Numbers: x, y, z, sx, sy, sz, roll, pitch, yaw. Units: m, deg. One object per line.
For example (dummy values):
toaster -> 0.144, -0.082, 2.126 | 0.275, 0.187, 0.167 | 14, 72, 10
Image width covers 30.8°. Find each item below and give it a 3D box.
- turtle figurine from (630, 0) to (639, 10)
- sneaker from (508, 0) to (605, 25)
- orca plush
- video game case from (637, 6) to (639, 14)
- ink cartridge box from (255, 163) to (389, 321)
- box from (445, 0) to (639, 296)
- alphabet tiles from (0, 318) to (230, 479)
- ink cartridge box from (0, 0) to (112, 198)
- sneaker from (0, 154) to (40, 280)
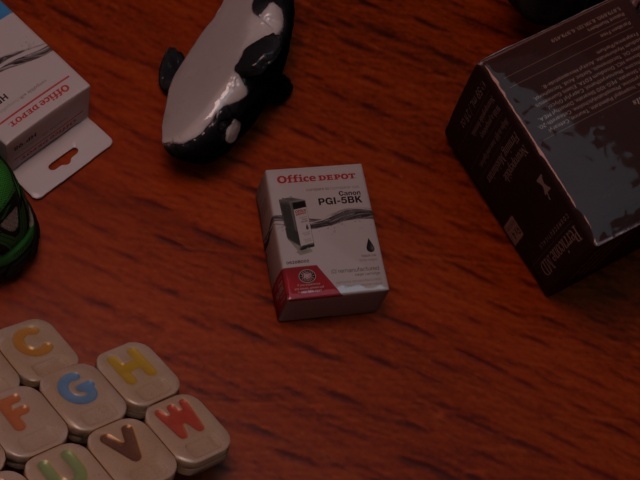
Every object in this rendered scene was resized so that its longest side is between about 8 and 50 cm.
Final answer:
turtle figurine -> 0.467, -0.271, 1.226 | 0.198, 0.275, 0.266 | 39, 51, -31
sneaker -> 0.269, -0.420, 1.322 | 0.257, 0.169, 0.447 | 36, 54, 16
orca plush -> -0.074, -0.182, 1.166 | 0.151, 0.102, 0.287 | -19, 47, 27
video game case -> 0.386, -0.151, 1.268 | 0.196, 0.026, 0.274 | 36, 63, 6
ink cartridge box -> 0.000, 0.000, 1.087 | 0.099, 0.056, 0.135 | -5, 66, -14
box -> 0.251, -0.088, 1.107 | 0.167, 0.168, 0.203 | -26, 75, -13
alphabet tiles -> -0.214, 0.168, 0.907 | 0.284, 0.021, 0.278 | -20, 51, -41
ink cartridge box -> -0.290, -0.138, 1.089 | 0.180, 0.060, 0.104 | 43, 62, 10
sneaker -> -0.385, -0.108, 1.005 | 0.344, 0.146, 0.134 | 33, 62, 5
